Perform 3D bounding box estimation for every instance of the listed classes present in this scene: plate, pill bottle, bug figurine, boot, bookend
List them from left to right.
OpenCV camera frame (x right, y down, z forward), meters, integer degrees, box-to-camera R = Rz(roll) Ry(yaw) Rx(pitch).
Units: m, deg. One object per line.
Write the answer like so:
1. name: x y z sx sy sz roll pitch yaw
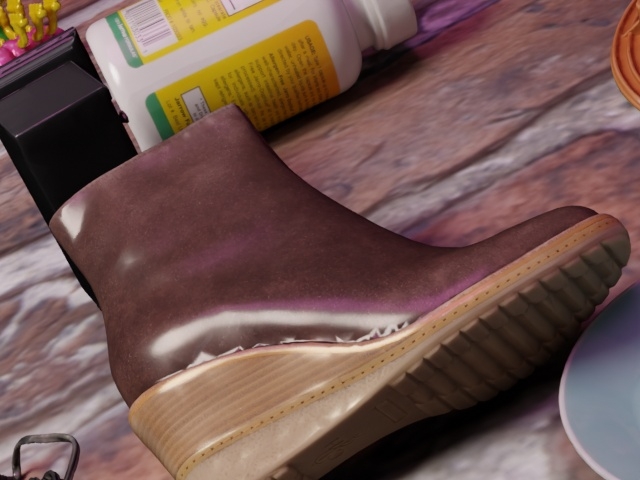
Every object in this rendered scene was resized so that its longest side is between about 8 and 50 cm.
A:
1. bug figurine: -0.334 -0.145 1.325 0.216 0.072 0.279 -32 25 -27
2. bookend: -0.117 -0.024 0.876 0.072 0.157 0.156 -32 29 -13
3. pill bottle: -0.045 -0.138 1.052 0.208 0.117 0.117 -26 29 -4
4. boot: 0.000 0.000 0.746 0.248 0.090 0.207 -31 58 1
5. plate: 0.195 0.056 0.651 0.188 0.024 0.188 -17 29 10

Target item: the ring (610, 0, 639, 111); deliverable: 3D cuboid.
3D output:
1. ring: 0.334 -0.158 0.900 0.336 0.032 0.336 -17 29 10

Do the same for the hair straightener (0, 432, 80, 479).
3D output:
1. hair straightener: -0.131 0.157 0.713 0.089 0.047 0.230 -24 24 -1
